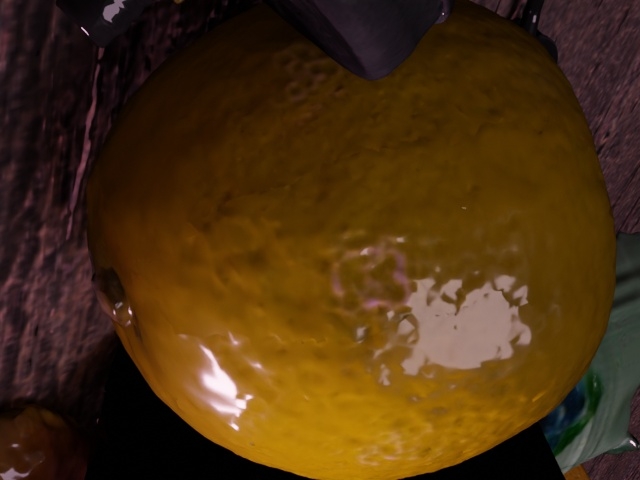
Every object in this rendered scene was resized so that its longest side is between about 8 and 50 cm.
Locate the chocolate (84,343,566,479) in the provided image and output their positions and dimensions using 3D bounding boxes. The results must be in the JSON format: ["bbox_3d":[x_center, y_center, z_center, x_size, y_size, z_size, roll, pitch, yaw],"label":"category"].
[{"bbox_3d":[-0.001,0.158,0.710,0.283,0.283,0.186,-40,158,-10],"label":"chocolate"}]

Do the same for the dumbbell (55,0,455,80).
[{"bbox_3d":[0.049,-0.215,0.373,0.388,0.185,0.185,-47,151,2],"label":"dumbbell"}]

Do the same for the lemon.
[{"bbox_3d":[0.000,0.000,0.537,0.219,0.240,0.240,-12,140,-18],"label":"lemon"}]

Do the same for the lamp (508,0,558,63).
[{"bbox_3d":[0.182,-0.200,0.639,0.130,0.108,0.371,-16,140,-43],"label":"lamp"}]

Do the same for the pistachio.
[{"bbox_3d":[-0.169,0.156,0.698,0.089,0.049,0.173,-44,151,-3],"label":"pistachio"}]

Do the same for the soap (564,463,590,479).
[{"bbox_3d":[0.240,0.302,1.323,0.073,0.140,0.232,-35,150,-25],"label":"soap"}]

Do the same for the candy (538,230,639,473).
[{"bbox_3d":[0.112,0.162,1.000,0.263,0.172,0.398,-12,159,-29],"label":"candy"}]
